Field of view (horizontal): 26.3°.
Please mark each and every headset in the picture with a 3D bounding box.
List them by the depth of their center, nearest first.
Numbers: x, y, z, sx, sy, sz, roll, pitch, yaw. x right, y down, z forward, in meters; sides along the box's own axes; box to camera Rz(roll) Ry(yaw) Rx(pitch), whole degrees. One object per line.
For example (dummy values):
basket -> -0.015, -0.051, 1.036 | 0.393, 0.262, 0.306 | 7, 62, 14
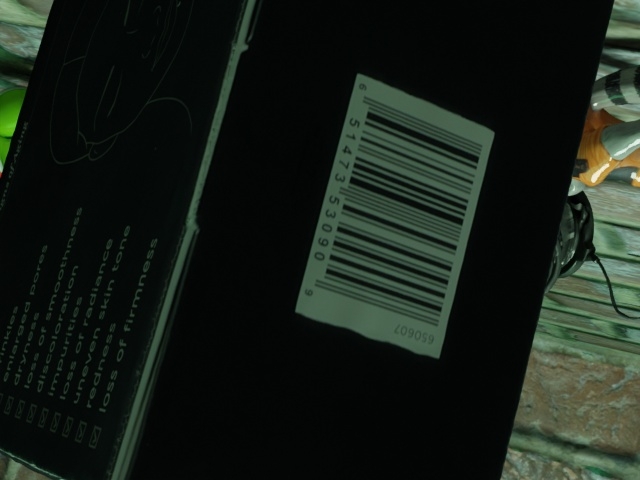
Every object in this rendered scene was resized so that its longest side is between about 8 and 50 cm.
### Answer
headset -> 0.261, -0.025, 1.657 | 0.394, 0.185, 0.243 | 27, -155, 22

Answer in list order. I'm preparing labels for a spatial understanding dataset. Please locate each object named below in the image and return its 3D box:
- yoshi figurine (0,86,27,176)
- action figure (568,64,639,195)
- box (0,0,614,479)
yoshi figurine -> -0.469, -0.194, 1.989 | 0.362, 0.203, 0.203 | -5, -157, 29
action figure -> 0.236, -0.116, 1.279 | 0.330, 0.178, 0.341 | 18, -160, 34
box -> -0.062, -0.026, 1.094 | 0.297, 0.480, 0.472 | 19, 171, -29
